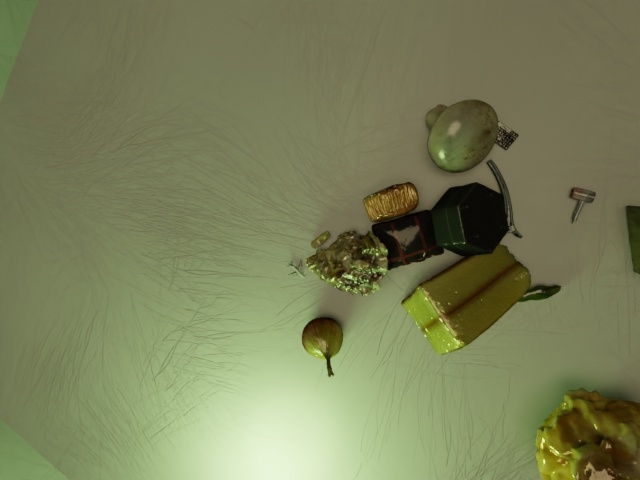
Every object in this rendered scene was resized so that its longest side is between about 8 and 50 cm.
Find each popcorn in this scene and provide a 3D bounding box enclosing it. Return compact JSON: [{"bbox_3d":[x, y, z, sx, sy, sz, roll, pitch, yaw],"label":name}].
[{"bbox_3d":[0.858,0.650,1.213,0.389,0.344,0.354,24,144,-11],"label":"popcorn"}]

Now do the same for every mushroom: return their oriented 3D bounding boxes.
[{"bbox_3d":[0.435,-0.348,1.307,0.243,0.243,0.244,1,95,15],"label":"mushroom"}]

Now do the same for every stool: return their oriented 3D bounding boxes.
[{"bbox_3d":[0.478,-0.064,1.291,0.232,0.141,0.232,1,87,-27],"label":"stool"}]

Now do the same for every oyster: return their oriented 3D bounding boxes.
[{"bbox_3d":[0.093,0.082,1.430,0.351,0.114,0.238,1,95,38],"label":"oyster"}]

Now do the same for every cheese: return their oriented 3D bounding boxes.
[{"bbox_3d":[0.000,0.000,1.516,0.083,0.044,0.030,-38,101,12],"label":"cheese"}]

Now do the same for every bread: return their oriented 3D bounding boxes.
[{"bbox_3d":[0.242,-0.124,1.363,0.199,0.199,0.104,-19,90,15],"label":"bread"},{"bbox_3d":[0.507,0.189,1.378,0.361,0.245,0.233,-30,72,-14],"label":"bread"}]

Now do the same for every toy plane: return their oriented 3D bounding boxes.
[{"bbox_3d":[-0.093,0.114,1.559,0.084,0.024,0.078,41,98,1],"label":"toy plane"}]

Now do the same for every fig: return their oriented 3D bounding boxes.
[{"bbox_3d":[0.027,0.392,1.476,0.160,0.143,0.231,-42,56,9],"label":"fig"}]

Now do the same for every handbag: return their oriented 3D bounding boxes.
[{"bbox_3d":[0.298,-0.001,1.380,0.215,0.155,0.170,-16,94,9],"label":"handbag"}]

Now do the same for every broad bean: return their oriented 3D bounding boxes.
[{"bbox_3d":[0.695,0.177,1.348,0.195,0.046,0.061,1,98,16],"label":"broad bean"}]

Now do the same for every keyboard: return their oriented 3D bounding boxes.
[{"bbox_3d":[0.559,-0.387,1.352,0.204,0.013,0.061,39,103,8],"label":"keyboard"}]

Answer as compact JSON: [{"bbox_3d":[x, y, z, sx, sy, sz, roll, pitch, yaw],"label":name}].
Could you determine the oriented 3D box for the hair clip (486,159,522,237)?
[{"bbox_3d":[0.608,-0.137,1.352,0.083,0.048,0.276,-10,87,17],"label":"hair clip"}]

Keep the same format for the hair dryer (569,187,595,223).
[{"bbox_3d":[0.827,-0.108,1.298,0.063,0.037,0.114,17,106,14],"label":"hair dryer"}]

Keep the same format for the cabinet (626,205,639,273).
[{"bbox_3d":[1.041,-0.011,1.191,0.174,0.148,0.215,-10,96,15],"label":"cabinet"}]
